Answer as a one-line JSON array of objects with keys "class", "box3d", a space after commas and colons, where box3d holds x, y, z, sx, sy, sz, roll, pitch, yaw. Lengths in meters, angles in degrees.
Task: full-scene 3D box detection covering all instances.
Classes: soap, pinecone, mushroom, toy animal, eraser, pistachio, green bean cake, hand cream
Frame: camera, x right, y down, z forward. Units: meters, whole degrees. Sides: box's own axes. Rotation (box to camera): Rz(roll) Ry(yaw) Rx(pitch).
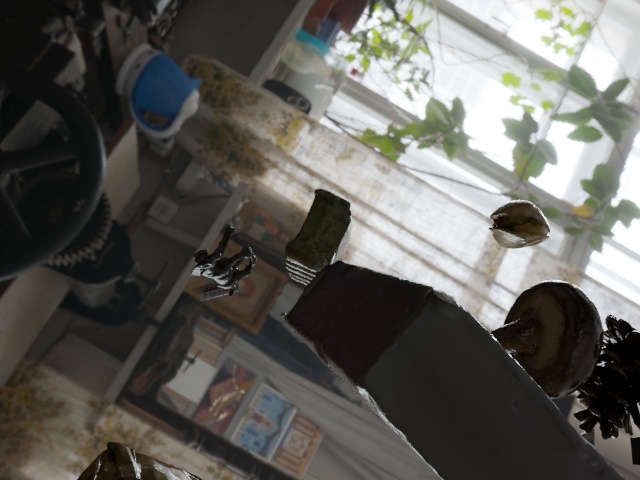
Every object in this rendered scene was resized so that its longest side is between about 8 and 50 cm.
[{"class": "soap", "box3d": [0.114, 0.150, 0.581, 0.107, 0.285, 0.296, -45, -170, -8]}, {"class": "pinecone", "box3d": [0.918, 0.440, 1.932, 0.384, 0.384, 0.384, -60, -178, 3]}, {"class": "mushroom", "box3d": [0.668, 0.280, 1.816, 0.239, 0.345, 0.345, 7, 120, -47]}, {"class": "toy animal", "box3d": [-0.236, 0.058, 1.532, 0.148, 0.084, 0.232, -36, 156, -4]}, {"class": "eraser", "box3d": [-0.306, 0.145, 1.861, 0.052, 0.122, 0.029, -136, -145, -63]}, {"class": "pistachio", "box3d": [0.491, -0.040, 1.527, 0.200, 0.145, 0.117, 118, -18, -82]}, {"class": "green bean cake", "box3d": [0.000, 0.000, 1.785, 0.233, 0.124, 0.236, 87, 27, -65]}, {"class": "hand cream", "box3d": [0.889, 0.667, 2.070, 0.142, 0.053, 0.084, 71, 25, -73]}]

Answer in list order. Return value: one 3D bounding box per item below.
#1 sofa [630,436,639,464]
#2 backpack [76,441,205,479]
[{"class": "sofa", "box3d": [1.021, 0.638, 1.886, 0.147, 0.060, 0.085, -12, -111, 37]}, {"class": "backpack", "box3d": [-0.361, 0.571, 1.273, 0.378, 0.354, 0.201, 132, -21, -85]}]
